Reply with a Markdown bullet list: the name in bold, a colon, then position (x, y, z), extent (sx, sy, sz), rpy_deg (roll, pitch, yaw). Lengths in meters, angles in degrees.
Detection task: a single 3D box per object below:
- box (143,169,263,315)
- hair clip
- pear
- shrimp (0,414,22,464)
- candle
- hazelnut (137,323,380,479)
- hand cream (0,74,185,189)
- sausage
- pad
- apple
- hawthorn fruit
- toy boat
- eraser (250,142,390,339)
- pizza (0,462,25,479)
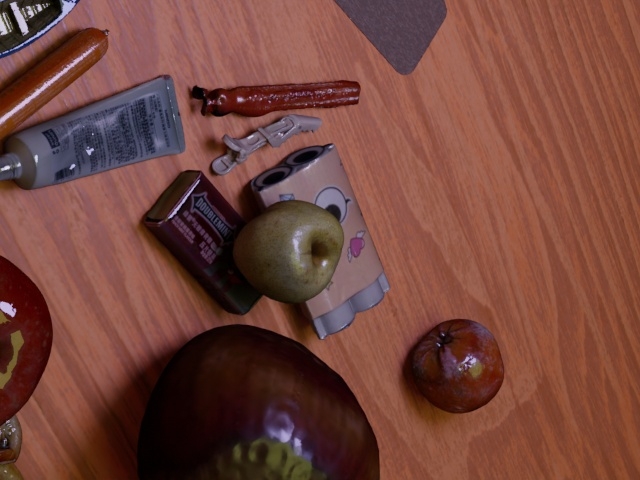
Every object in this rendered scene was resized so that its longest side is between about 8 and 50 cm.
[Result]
- **box**: position (-0.167, 0.004, 1.945), extent (0.120, 0.069, 0.224), rpy_deg (-52, 122, -22)
- **hair clip**: position (-0.079, -0.173, 1.996), extent (0.226, 0.034, 0.072), rpy_deg (-28, 151, -33)
- **pear**: position (-0.047, 0.015, 1.915), extent (0.167, 0.136, 0.167), rpy_deg (-3, 95, -45)
- **shrimp**: position (-0.463, 0.275, 1.707), extent (0.162, 0.045, 0.095), rpy_deg (-43, 116, -72)
- **candle**: position (-0.063, -0.231, 2.014), extent (0.329, 0.048, 0.051), rpy_deg (-8, 128, -38)
- **hazelnut**: position (-0.088, 0.324, 1.881), extent (0.421, 0.353, 0.421), rpy_deg (21, 56, -35)
- **hand cream**: position (-0.335, -0.147, 1.800), extent (0.341, 0.078, 0.124), rpy_deg (-25, 110, -43)
- **sausage**: position (-0.419, -0.196, 1.720), extent (0.348, 0.053, 0.053), rpy_deg (-44, 121, -27)
- **pad**: position (0.118, -0.430, 2.165), extent (0.266, 0.002, 0.176), rpy_deg (43, 69, -34)
- **apple**: position (-0.488, 0.127, 1.600), extent (0.260, 0.216, 0.260), rpy_deg (-7, 101, -38)
- **hawthorn fruit**: position (0.257, 0.235, 2.261), extent (0.173, 0.173, 0.173), rpy_deg (-6, 99, -39)
- **toy boat**: position (-0.431, -0.301, 1.702), extent (0.229, 0.046, 0.080), rpy_deg (-34, 115, -32)
- **eraser**: position (0.000, 0.000, 2.067), extent (0.171, 0.087, 0.290), rpy_deg (-34, 116, -26)
- **pizza**: position (-0.494, 0.343, 1.726), extent (0.134, 0.056, 0.271), rpy_deg (-49, 122, -34)
